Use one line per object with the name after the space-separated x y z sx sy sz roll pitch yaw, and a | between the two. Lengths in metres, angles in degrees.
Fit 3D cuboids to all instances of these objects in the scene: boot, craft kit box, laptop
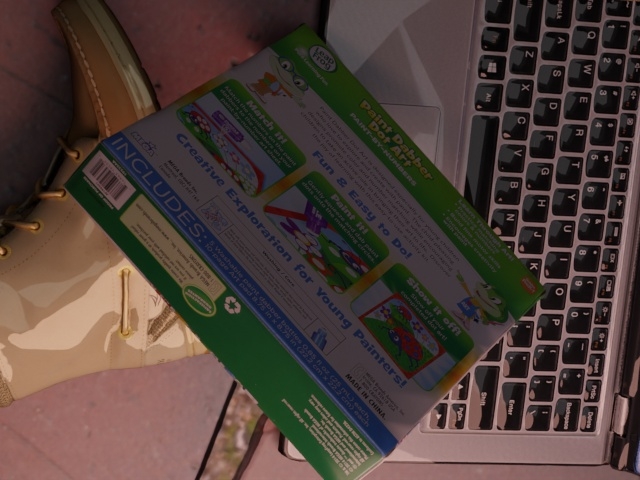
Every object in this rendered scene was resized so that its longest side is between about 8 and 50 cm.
-0.193 -0.019 1.207 0.203 0.095 0.262 -17 109 -7 | boot
0.000 0.000 1.147 0.250 0.246 0.061 49 130 3 | craft kit box
0.208 0.006 1.228 0.408 0.236 0.382 3 102 -14 | laptop
